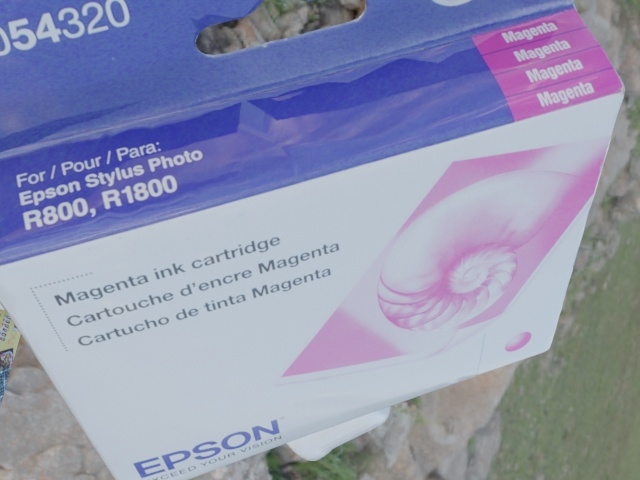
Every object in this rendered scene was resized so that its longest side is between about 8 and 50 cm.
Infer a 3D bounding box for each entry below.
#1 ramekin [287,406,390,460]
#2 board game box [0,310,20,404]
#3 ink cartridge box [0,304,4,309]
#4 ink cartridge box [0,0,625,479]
[{"bbox_3d":[0.003,0.192,1.144,0.277,0.135,0.277,59,14,-25],"label":"ramekin"},{"bbox_3d":[-0.776,0.261,1.628,0.165,0.042,0.244,43,44,-49],"label":"board game box"},{"bbox_3d":[-0.229,-0.007,0.744,0.160,0.219,0.093,18,42,-24],"label":"ink cartridge box"},{"bbox_3d":[0.000,0.000,0.406,0.323,0.071,0.330,-17,139,-9],"label":"ink cartridge box"}]
